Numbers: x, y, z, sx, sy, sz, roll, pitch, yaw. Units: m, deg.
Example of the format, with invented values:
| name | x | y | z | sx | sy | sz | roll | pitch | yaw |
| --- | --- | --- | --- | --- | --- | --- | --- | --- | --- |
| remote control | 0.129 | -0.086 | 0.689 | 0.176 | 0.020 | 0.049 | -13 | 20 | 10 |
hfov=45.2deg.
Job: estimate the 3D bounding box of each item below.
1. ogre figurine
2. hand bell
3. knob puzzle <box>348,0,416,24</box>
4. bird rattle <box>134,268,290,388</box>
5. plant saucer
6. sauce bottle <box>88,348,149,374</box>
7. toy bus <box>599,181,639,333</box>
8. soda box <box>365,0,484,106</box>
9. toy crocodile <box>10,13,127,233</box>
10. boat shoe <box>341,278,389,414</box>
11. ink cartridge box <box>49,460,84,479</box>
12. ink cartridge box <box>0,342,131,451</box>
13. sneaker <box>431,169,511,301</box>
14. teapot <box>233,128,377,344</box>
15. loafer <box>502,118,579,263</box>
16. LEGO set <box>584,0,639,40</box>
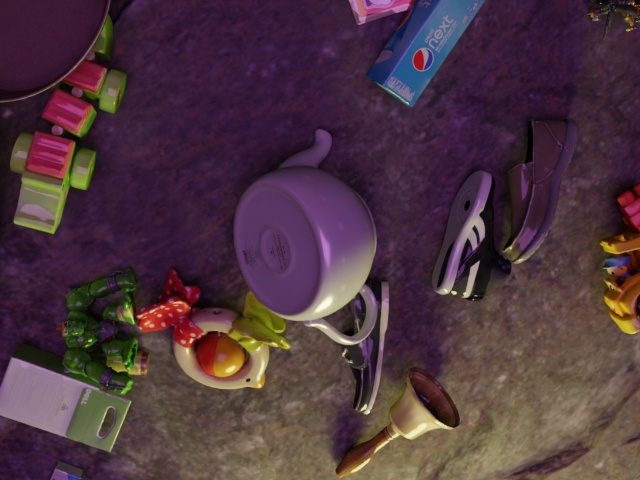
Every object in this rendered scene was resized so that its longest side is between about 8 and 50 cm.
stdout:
| name | x | y | z | sx | sy | sz | roll | pitch | yaw |
| --- | --- | --- | --- | --- | --- | --- | --- | --- | --- |
| ogre figurine | -0.362 | 0.149 | 1.262 | 0.118 | 0.097 | 0.197 | -2 | 99 | 4 |
| hand bell | 0.116 | 0.348 | 1.362 | 0.126 | 0.126 | 0.242 | 41 | 110 | -13 |
| knob puzzle | 0.120 | -0.444 | 1.177 | 0.213 | 0.030 | 0.213 | -1 | 105 | -4 |
| bird rattle | -0.175 | 0.167 | 1.273 | 0.253 | 0.143 | 0.207 | 0 | 121 | -1 |
| plant saucer | -0.429 | -0.342 | 1.099 | 0.310 | 0.050 | 0.311 | -2 | 83 | 13 |
| sauce bottle | -0.356 | 0.204 | 1.306 | 0.128 | 0.042 | 0.042 | 6 | 104 | -8 |
| toy bus | 0.545 | 0.018 | 1.282 | 0.220 | 0.149 | 0.211 | -37 | 91 | 8 |
| soda box | 0.163 | -0.317 | 1.184 | 0.067 | 0.071 | 0.210 | 29 | 101 | -30 |
| toy crocodile | -0.379 | -0.179 | 1.150 | 0.115 | 0.105 | 0.341 | 20 | 86 | -9 |
| boat shoe | 0.070 | 0.180 | 1.314 | 0.079 | 0.084 | 0.233 | 4 | 98 | -2 |
| ink cartridge box | -0.461 | 0.441 | 1.368 | 0.048 | 0.028 | 0.083 | 24 | 102 | -10 |
| ink cartridge box | -0.433 | 0.267 | 1.307 | 0.209 | 0.062 | 0.109 | 23 | 102 | -10 |
| sneaker | 0.274 | -0.003 | 1.289 | 0.121 | 0.079 | 0.217 | 14 | 104 | -18 |
| teapot | 0.000 | 0.000 | 1.205 | 0.187 | 0.252 | 0.256 | -16 | 136 | -42 |
| loafer | 0.338 | -0.086 | 1.250 | 0.087 | 0.094 | 0.251 | 19 | 83 | 1 |
| LEGO set | 0.512 | -0.441 | 1.088 | 0.192 | 0.255 | 0.332 | -15 | 120 | -28 |
